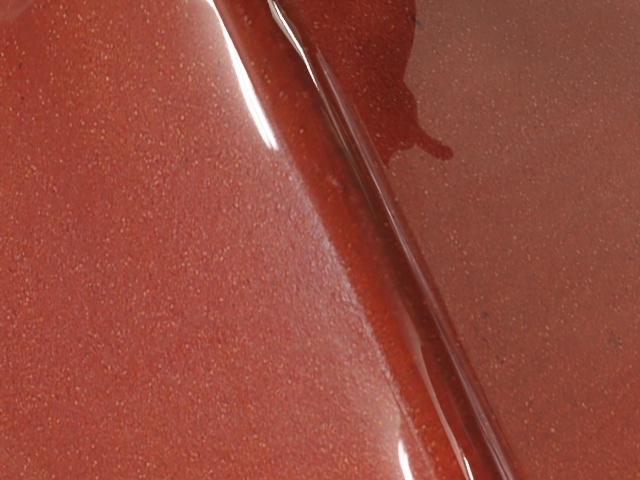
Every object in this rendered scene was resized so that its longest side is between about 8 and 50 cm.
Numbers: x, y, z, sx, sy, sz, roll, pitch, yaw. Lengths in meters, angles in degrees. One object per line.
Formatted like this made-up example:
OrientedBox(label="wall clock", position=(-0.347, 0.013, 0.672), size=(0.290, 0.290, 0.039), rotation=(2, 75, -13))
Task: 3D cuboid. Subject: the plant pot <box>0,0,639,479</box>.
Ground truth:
OrientedBox(label="plant pot", position=(0.000, 0.000, 0.662), size=(0.267, 0.267, 0.236), rotation=(-25, 88, 40))
